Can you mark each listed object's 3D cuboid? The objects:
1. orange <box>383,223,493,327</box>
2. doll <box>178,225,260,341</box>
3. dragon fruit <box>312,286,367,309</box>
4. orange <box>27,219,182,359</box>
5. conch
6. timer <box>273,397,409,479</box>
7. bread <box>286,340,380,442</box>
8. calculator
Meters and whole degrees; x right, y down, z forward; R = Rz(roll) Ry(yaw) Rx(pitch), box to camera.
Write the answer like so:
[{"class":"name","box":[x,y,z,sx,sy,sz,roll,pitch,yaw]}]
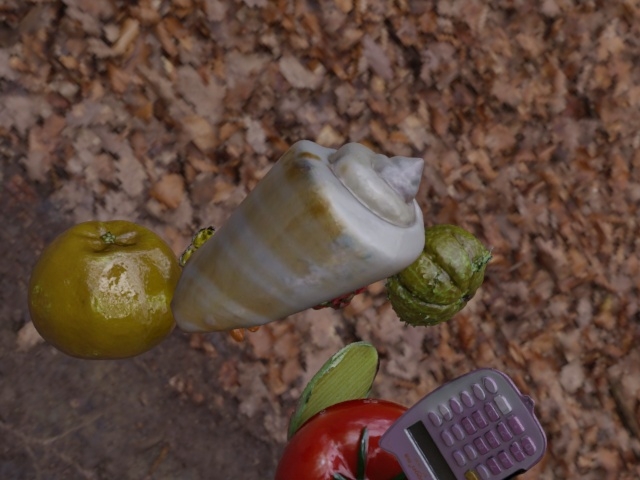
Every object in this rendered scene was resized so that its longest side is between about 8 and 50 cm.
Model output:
[{"class":"orange","box":[0.305,0.087,2.734,0.223,0.300,0.301,48,-9,24]},{"class":"doll","box":[-0.145,0.072,1.775,0.143,0.135,0.221,-60,139,-27]},{"class":"dragon fruit","box":[0.000,0.000,1.357,0.172,0.160,0.166,40,74,-54]},{"class":"orange","box":[-0.373,0.084,1.804,0.279,0.279,0.235,-37,130,-57]},{"class":"conch","box":[-0.028,-0.010,0.870,0.127,0.255,0.158,57,6,-46]},{"class":"timer","box":[0.093,0.501,2.025,0.378,0.378,0.279,59,2,7]},{"class":"bread","box":[0.023,0.339,2.199,0.045,0.301,0.301,31,24,26]},{"class":"calculator","box":[0.243,0.332,1.716,0.043,0.294,0.194,-12,68,-57]}]
